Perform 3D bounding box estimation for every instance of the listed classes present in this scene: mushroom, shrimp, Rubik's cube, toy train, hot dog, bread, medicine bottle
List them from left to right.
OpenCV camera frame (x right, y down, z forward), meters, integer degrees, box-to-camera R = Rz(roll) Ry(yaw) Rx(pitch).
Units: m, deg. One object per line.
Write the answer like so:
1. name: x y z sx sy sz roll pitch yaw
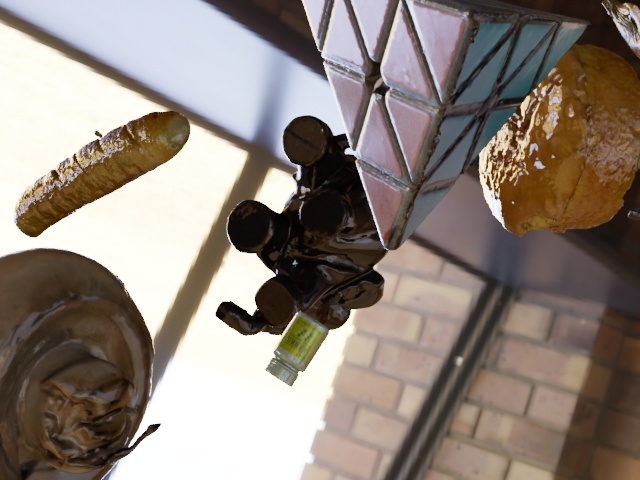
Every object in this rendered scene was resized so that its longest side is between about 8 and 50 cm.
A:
1. mushroom: -0.348 0.193 1.417 0.295 0.362 0.362 18 174 33
2. hot dog: -0.267 -0.078 1.311 0.286 0.088 0.061 -29 125 31
3. medicine bottle: -0.029 0.129 1.323 0.047 0.083 0.047 32 171 6
4. Rubik's cube: 0.108 -0.165 1.054 0.229 0.233 0.228 -18 134 31
5. bread: 0.301 -0.134 1.403 0.146 0.268 0.268 4 177 -15
6. shrimp: 0.335 -0.236 1.195 0.023 0.108 0.059 -22 145 -1
7. toy train: 0.528 -0.043 1.837 0.017 0.017 0.083 32 -160 27

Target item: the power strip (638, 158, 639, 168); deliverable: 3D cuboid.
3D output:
1. power strip: 0.484 -0.142 1.791 0.123 0.056 0.032 -6 -157 -34

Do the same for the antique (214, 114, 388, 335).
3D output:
1. antique: 0.000 0.000 1.594 0.185 0.322 0.255 32 -173 22
